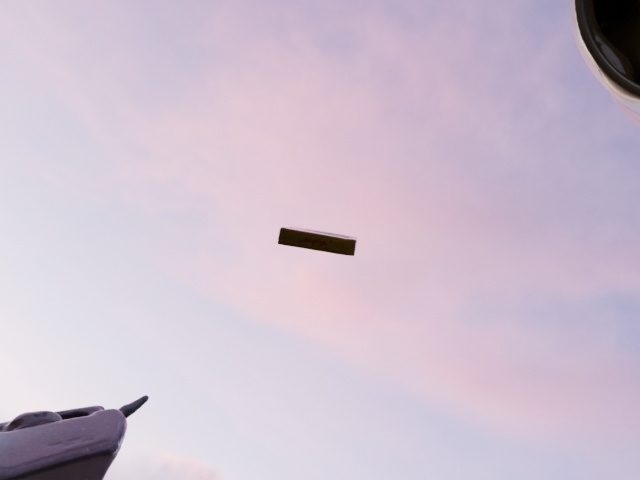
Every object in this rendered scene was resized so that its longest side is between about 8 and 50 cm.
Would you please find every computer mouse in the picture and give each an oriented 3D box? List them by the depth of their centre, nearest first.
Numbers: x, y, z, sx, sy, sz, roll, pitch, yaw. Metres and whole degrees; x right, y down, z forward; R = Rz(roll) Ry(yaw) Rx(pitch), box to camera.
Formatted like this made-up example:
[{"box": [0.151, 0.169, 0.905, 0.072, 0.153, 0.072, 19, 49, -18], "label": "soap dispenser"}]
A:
[{"box": [-0.307, 0.219, 0.818, 0.200, 0.389, 0.114, 3, -62, 46], "label": "computer mouse"}]

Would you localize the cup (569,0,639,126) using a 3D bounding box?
[{"box": [0.311, -0.131, 0.678, 0.173, 0.202, 0.255, -42, -110, 19], "label": "cup"}]

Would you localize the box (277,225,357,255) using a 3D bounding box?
[{"box": [0.000, 0.000, 1.077, 0.087, 0.023, 0.155, 12, 2, 3], "label": "box"}]
